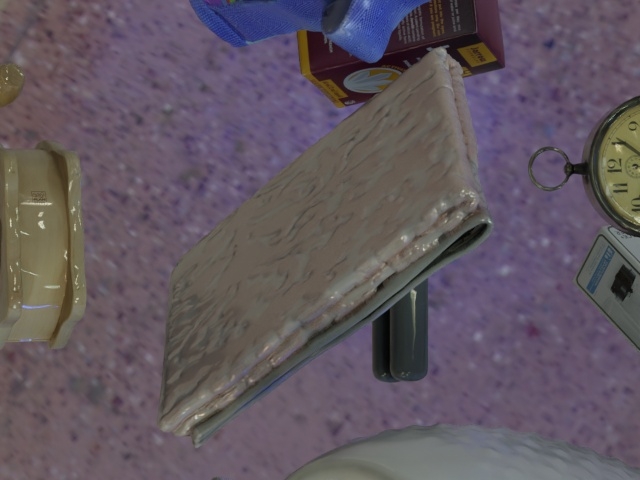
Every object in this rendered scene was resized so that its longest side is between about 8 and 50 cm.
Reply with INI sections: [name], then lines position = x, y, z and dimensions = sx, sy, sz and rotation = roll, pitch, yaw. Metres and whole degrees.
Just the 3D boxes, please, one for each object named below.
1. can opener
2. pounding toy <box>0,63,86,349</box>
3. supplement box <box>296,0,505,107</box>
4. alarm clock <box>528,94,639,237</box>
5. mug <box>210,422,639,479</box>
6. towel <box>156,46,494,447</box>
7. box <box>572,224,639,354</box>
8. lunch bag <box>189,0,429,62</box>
[can opener]
position = 0.103, 0.019, 1.966
dimensions = 0.093, 0.074, 0.280
rotation = 9, 79, -28
[pounding toy]
position = -0.324, -0.027, 1.722
dimensions = 0.154, 0.154, 0.270
rotation = 0, 82, -25
[supplement box]
position = 0.081, -0.206, 1.783
dimensions = 0.104, 0.188, 0.081
rotation = 35, 46, -62
[alarm clock]
position = 0.280, -0.066, 1.572
dimensions = 0.192, 0.064, 0.129
rotation = -1, 90, -6
[mug]
position = 0.072, 0.242, 1.152
dimensions = 0.328, 0.374, 0.276
rotation = 25, 85, -46
[towel]
position = 0.000, 0.000, 1.501
dimensions = 0.332, 0.317, 0.053
rotation = -38, 112, 16
[box]
position = 0.441, 0.098, 1.981
dimensions = 0.169, 0.290, 0.087
rotation = -10, 136, -38
[lunch bag]
position = 0.034, -0.220, 0.753
dimensions = 0.138, 0.221, 0.293
rotation = 21, 72, -41
